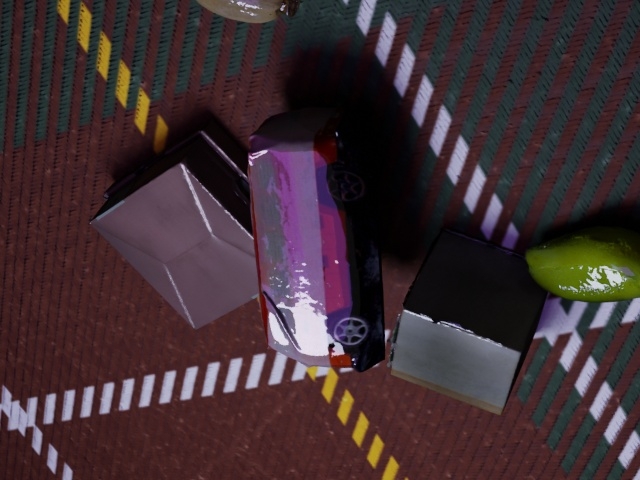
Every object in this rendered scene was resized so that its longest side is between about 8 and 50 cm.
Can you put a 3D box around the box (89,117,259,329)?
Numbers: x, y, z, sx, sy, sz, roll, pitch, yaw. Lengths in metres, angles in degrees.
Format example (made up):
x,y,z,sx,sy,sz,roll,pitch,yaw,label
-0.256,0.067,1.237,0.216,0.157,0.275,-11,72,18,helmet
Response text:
x,y,z,sx,sy,sz,roll,pitch,yaw,label
-0.144,-0.012,1.967,0.215,0.086,0.215,47,135,-15,box

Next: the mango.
x,y,z,sx,sy,sz,roll,pitch,yaw,label
0.304,0.022,1.759,0.165,0.074,0.091,5,135,38,mango

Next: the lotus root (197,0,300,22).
x,y,z,sx,sy,sz,roll,pitch,yaw,label
-0.096,-0.276,1.718,0.150,0.062,0.073,20,135,11,lotus root

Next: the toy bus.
x,y,z,sx,sy,sz,roll,pitch,yaw,label
0.000,0.000,1.810,0.147,0.127,0.302,1,113,9,toy bus

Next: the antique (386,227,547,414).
x,y,z,sx,sy,sz,roll,pitch,yaw,label
0.171,0.098,1.848,0.152,0.146,0.148,20,138,12,antique
